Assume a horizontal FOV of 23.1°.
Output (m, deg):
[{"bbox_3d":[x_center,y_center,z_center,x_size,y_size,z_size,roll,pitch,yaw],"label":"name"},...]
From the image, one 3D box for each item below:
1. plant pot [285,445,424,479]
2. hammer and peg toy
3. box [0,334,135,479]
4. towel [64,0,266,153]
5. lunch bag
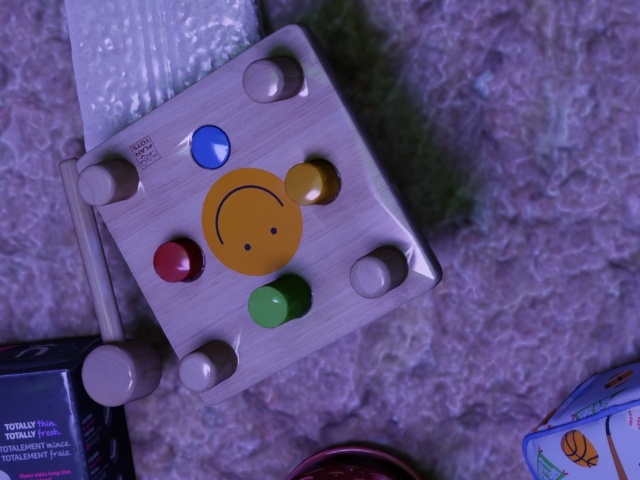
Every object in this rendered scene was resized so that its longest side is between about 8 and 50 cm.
[{"bbox_3d":[0.024,0.297,1.459,0.191,0.174,0.191,2,101,10],"label":"plant pot"},{"bbox_3d":[-0.104,0.001,1.369,0.361,0.127,0.266,-29,88,23],"label":"hammer and peg toy"},{"bbox_3d":[-0.276,0.242,1.522,0.165,0.143,0.270,-6,100,10],"label":"box"},{"bbox_3d":[-0.137,-0.163,1.462,0.187,0.049,0.282,-5,100,11],"label":"towel"},{"bbox_3d":[0.328,0.220,1.353,0.243,0.115,0.303,58,144,-3],"label":"lunch bag"}]
